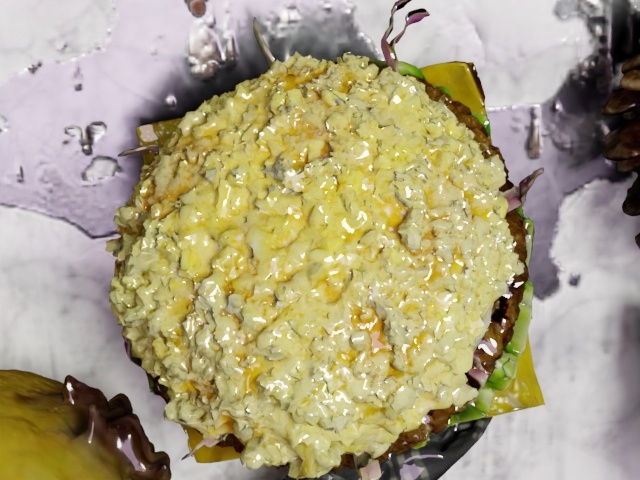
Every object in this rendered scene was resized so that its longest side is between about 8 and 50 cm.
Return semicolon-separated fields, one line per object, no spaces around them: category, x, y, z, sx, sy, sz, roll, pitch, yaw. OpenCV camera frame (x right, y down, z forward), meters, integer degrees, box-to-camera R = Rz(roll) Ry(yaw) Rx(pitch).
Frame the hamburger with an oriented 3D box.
hamburger;0.000;0.000;0.665;0.243;0.138;0.261;-14;74;6

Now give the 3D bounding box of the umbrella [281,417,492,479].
umbrella;0.036;0.149;0.770;0.336;0.128;0.154;-55;136;-2

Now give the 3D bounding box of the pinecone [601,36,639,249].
pinecone;0.250;-0.050;0.703;0.184;0.179;0.204;10;120;5

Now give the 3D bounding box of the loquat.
loquat;-0.179;0.173;0.691;0.244;0.244;0.243;-3;110;-7
